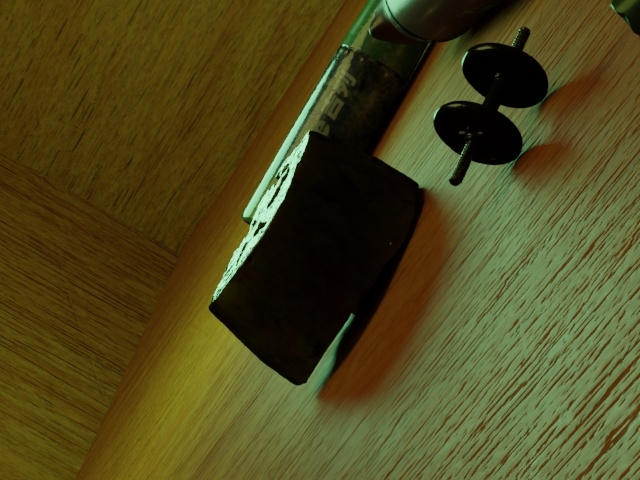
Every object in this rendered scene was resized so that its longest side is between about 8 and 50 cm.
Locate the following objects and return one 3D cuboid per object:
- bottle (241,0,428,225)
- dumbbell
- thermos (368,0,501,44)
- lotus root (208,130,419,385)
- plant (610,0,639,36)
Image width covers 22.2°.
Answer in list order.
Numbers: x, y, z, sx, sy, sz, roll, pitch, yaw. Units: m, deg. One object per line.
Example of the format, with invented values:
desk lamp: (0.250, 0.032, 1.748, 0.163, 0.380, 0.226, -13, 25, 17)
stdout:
bottle: (0.027, -0.146, 1.899, 0.330, 0.093, 0.093, -60, 8, -4)
dumbbell: (0.126, -0.101, 1.203, 0.147, 0.069, 0.069, -64, 9, -26)
thermos: (0.139, -0.279, 1.632, 0.136, 0.109, 0.330, -62, 8, -13)
lotus root: (0.000, 0.000, 1.443, 0.138, 0.119, 0.235, -48, 11, 54)
plant: (0.217, -0.157, 0.934, 0.102, 0.051, 0.051, -43, 13, 19)
